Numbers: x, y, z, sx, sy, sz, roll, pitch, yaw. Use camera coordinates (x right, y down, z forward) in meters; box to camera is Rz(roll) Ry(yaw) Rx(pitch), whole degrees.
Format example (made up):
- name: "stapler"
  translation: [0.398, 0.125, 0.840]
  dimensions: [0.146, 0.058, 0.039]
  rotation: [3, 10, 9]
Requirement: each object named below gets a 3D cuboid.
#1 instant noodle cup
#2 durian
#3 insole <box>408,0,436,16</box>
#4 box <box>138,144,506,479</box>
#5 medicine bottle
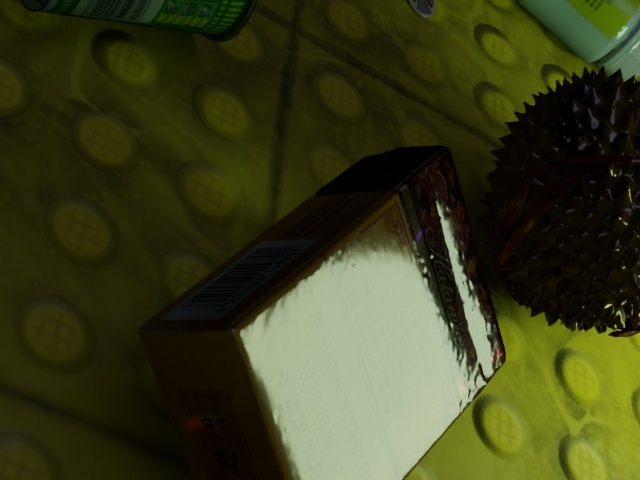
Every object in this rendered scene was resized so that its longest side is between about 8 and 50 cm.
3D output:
- name: "instant noodle cup"
  translation: [-0.209, -0.317, 1.468]
  dimensions: [0.232, 0.207, 0.207]
  rotation: [-6, 63, -34]
- name: "durian"
  translation: [0.366, -0.042, 1.619]
  dimensions: [0.347, 0.348, 0.384]
  rotation: [35, 15, -13]
- name: "insole"
  translation: [0.134, -0.401, 1.951]
  dimensions: [0.065, 0.004, 0.197]
  rotation: [13, 52, -33]
- name: "box"
  translation: [0.026, 0.102, 1.297]
  dimensions: [0.415, 0.115, 0.264]
  rotation: [-41, 119, -49]
- name: "medicine bottle"
  translation: [0.420, -0.357, 2.056]
  dimensions: [0.225, 0.139, 0.139]
  rotation: [40, 41, -8]
